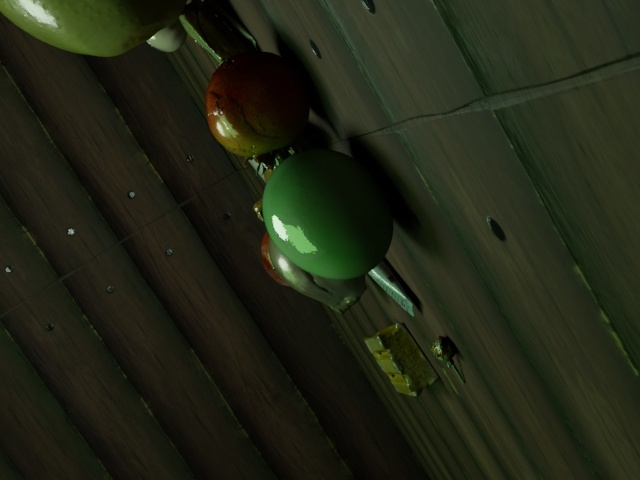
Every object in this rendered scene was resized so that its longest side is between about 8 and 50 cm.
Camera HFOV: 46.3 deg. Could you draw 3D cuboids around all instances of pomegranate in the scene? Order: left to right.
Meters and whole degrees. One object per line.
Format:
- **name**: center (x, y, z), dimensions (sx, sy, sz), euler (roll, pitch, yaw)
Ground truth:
- **pomegranate**: center (-0.118, -0.248, 1.447), dimensions (0.210, 0.210, 0.235), euler (-176, 67, -81)

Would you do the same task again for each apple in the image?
- **apple**: center (-0.493, -0.606, 1.525), dimensions (0.473, 0.474, 0.473), euler (56, 172, 11)

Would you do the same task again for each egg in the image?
- **egg**: center (0.014, -0.047, 1.370), dimensions (0.269, 0.220, 0.220), euler (46, 168, 27)

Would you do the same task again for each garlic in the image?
- **garlic**: center (0.000, 0.000, 2.004), dimensions (0.246, 0.231, 0.340), euler (12, -139, -30)

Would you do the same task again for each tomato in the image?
- **tomato**: center (-0.078, 0.030, 2.333), dimensions (0.188, 0.232, 0.232), euler (-96, -18, -54)

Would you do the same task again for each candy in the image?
- **candy**: center (0.290, 0.272, 1.651), dimensions (0.184, 0.049, 0.055), euler (56, -155, -44)

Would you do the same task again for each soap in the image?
- **soap**: center (0.223, 0.335, 2.118), dimensions (0.199, 0.091, 0.315), euler (57, 173, 7)

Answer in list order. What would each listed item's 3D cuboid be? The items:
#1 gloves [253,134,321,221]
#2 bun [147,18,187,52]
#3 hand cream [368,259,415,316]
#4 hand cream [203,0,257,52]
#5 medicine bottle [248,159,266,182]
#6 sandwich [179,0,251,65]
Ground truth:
- **gloves**: center (-0.058, -0.142, 1.641), dimensions (0.356, 0.155, 0.203), euler (-95, 17, -62)
- **bun**: center (-0.494, -0.687, 2.369), dimensions (0.173, 0.120, 0.173), euler (37, -149, -27)
- **hand cream**: center (0.111, 0.045, 1.746), dimensions (0.331, 0.058, 0.085), euler (54, 170, 26)
- **hand cream**: center (-0.205, -0.494, 1.670), dimensions (0.216, 0.038, 0.052), euler (49, -166, 19)
- **medicine bottle**: center (-0.114, -0.200, 2.001), dimensions (0.296, 0.111, 0.161), euler (52, 172, 46)
- **sandwich**: center (-0.226, -0.443, 1.708), dimensions (0.214, 0.065, 0.186), euler (47, 179, -2)
